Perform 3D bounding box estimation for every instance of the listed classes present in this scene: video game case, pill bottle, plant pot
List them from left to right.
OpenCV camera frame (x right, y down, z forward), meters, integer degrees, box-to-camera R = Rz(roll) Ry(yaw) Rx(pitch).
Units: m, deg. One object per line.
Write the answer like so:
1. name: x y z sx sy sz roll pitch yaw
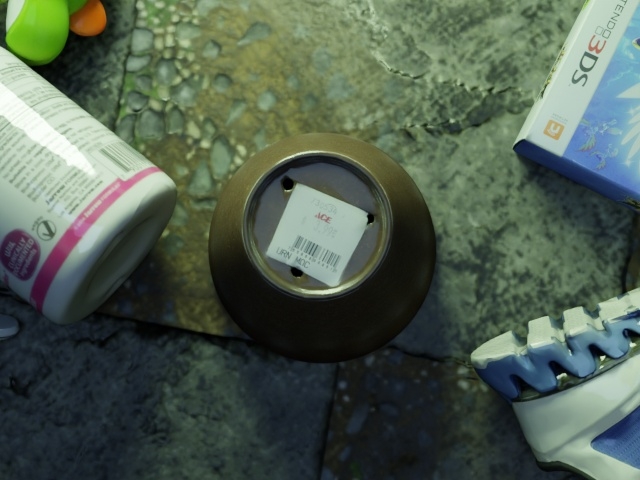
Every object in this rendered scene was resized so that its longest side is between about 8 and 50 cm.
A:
1. pill bottle: -0.281 -0.071 0.799 0.283 0.160 0.160 38 87 4
2. plant pot: 0.000 0.000 0.754 0.216 0.230 0.215 0 86 1
3. video game case: 0.353 -0.135 0.843 0.270 0.061 0.244 27 87 3

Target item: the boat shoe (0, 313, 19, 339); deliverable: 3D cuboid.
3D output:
1. boat shoe: -0.329 0.090 0.854 0.100 0.035 0.035 -2 113 -3

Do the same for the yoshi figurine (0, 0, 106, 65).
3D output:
1. yoshi figurine: -0.278 -0.346 0.818 0.203 0.203 0.362 7 88 17

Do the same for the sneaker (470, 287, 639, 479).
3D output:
1. sneaker: 0.308 0.130 0.786 0.316 0.127 0.182 -20 94 19
